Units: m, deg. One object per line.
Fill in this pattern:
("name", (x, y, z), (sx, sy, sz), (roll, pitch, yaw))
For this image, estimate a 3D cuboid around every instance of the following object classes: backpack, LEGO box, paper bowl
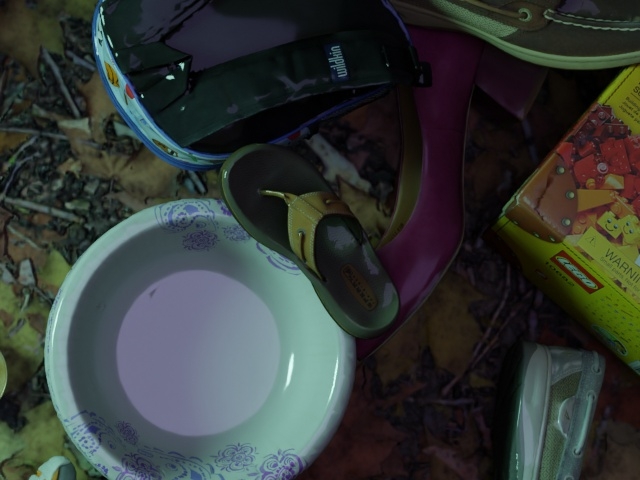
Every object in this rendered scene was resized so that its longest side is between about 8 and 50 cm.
("backpack", (-0.081, -0.197, 1.375), (0.263, 0.213, 0.277), (-30, 89, -21))
("LEGO box", (0.476, 0.007, 1.457), (0.500, 0.193, 0.372), (41, 80, 3))
("paper bowl", (-0.118, 0.105, 1.382), (0.284, 0.148, 0.284), (1, 87, -12))

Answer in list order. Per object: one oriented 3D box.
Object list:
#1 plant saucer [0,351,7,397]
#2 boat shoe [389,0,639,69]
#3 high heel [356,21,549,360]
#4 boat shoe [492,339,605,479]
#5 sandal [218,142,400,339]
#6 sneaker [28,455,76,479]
("plant saucer", (-0.342, 0.129, 1.397), (0.083, 0.015, 0.083), (1, 87, -12))
("boat shoe", (0.186, -0.255, 1.373), (0.342, 0.123, 0.123), (16, 67, 14))
("high heel", (0.071, -0.074, 1.453), (0.181, 0.127, 0.377), (32, 71, -9))
("boat shoe", (0.228, 0.263, 1.472), (0.103, 0.118, 0.321), (7, 79, -8))
("sandal", (0.000, 0.000, 1.308), (0.090, 0.060, 0.219), (-41, 102, -19))
("sneaker", (-0.251, 0.311, 1.381), (0.083, 0.084, 0.215), (7, 92, -20))
